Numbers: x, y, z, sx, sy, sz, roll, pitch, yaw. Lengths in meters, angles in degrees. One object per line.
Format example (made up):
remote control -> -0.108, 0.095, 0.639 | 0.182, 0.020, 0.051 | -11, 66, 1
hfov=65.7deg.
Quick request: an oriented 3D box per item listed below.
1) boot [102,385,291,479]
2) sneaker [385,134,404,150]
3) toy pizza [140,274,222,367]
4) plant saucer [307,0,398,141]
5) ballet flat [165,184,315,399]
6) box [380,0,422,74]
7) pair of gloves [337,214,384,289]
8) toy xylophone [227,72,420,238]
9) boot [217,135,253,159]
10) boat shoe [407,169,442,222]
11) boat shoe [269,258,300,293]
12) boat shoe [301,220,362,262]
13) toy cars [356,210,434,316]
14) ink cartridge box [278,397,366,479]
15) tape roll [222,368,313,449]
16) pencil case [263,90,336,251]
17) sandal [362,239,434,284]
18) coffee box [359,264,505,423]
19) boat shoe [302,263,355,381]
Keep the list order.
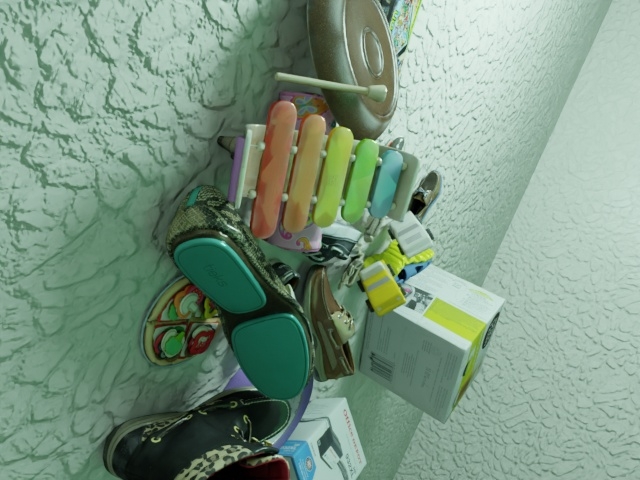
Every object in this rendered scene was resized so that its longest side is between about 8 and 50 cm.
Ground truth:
boot -> -0.152, 0.372, 0.883 | 0.377, 0.284, 0.138 | 4, 88, -40
sneaker -> 0.186, -0.195, 1.274 | 0.158, 0.065, 0.061 | -61, 150, -6
toy pizza -> -0.235, 0.146, 0.903 | 0.201, 0.032, 0.201 | -37, 141, -38
plant saucer -> 0.075, -0.328, 0.883 | 0.310, 0.050, 0.311 | 12, 76, -59
ballet flat -> -0.119, 0.095, 0.905 | 0.182, 0.164, 0.483 | -93, 165, -48
box -> 0.156, -0.451, 1.061 | 0.114, 0.036, 0.207 | -8, 119, -55
pair of gloves -> 0.111, 0.007, 1.276 | 0.204, 0.042, 0.240 | -50, 165, -75
toy xylophone -> 0.008, -0.130, 0.772 | 0.322, 0.081, 0.236 | -6, 115, -25
boot -> -0.113, -0.142, 0.821 | 0.118, 0.087, 0.042 | 10, 103, -59
boat shoe -> 0.321, -0.132, 1.534 | 0.066, 0.066, 0.183 | 1, 111, -56
boat shoe -> -0.113, 0.159, 1.063 | 0.084, 0.079, 0.233 | 6, 109, -60
boat shoe -> 0.000, 0.000, 1.100 | 0.301, 0.108, 0.102 | 12, 101, -67
toy cars -> 0.191, 0.032, 1.322 | 0.087, 0.176, 0.394 | 58, 47, -28
ink cartridge box -> -0.013, 0.612, 1.382 | 0.307, 0.129, 0.223 | -24, 97, -59
tape roll -> -0.136, 0.404, 1.199 | 0.275, 0.090, 0.275 | -37, 141, -38
pencil case -> -0.033, -0.123, 0.891 | 0.124, 0.124, 0.284 | 0, 101, -58
sandal -> 0.230, 0.089, 1.519 | 0.317, 0.126, 0.138 | -19, 132, -40
coffee box -> 0.377, 0.327, 1.696 | 0.334, 0.338, 0.338 | -31, 137, -44
boat shoe -> 0.029, 0.203, 1.217 | 0.123, 0.116, 0.324 | -73, 158, -61
